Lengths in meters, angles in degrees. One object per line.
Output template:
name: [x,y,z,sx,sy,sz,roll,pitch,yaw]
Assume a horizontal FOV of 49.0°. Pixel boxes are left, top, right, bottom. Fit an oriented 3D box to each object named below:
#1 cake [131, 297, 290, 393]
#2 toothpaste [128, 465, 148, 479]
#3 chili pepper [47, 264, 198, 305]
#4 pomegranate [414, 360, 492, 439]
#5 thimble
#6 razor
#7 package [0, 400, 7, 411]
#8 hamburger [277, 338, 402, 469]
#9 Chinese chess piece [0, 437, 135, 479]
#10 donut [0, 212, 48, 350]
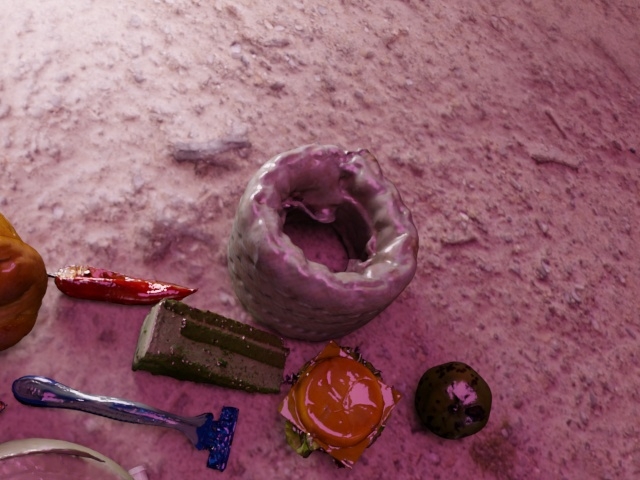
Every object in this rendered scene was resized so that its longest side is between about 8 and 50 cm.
cake: [-0.155,0.163,1.053,0.235,0.099,0.100,14,63,-10]
toothpaste: [-0.223,0.402,0.954,0.048,0.031,0.191,-15,72,-25]
chili pepper: [-0.325,0.070,1.081,0.267,0.059,0.051,10,100,-14]
pomegranate: [0.214,0.246,1.120,0.122,0.122,0.161,40,23,6]
thimble: [0.000,0.000,1.122,0.291,0.195,0.292,9,60,-16]
razor: [-0.280,0.243,1.002,0.324,0.056,0.093,16,63,-7]
package: [-0.488,0.240,0.955,0.110,0.033,0.077,-37,88,-23]
hamburger: [0.022,0.251,1.061,0.189,0.093,0.164,-35,76,-29]
Chinese chess piece: [-0.342,0.407,0.802,0.349,0.146,0.350,12,67,-30]
donut: [-0.519,0.084,0.889,0.150,0.299,0.317,49,29,23]
